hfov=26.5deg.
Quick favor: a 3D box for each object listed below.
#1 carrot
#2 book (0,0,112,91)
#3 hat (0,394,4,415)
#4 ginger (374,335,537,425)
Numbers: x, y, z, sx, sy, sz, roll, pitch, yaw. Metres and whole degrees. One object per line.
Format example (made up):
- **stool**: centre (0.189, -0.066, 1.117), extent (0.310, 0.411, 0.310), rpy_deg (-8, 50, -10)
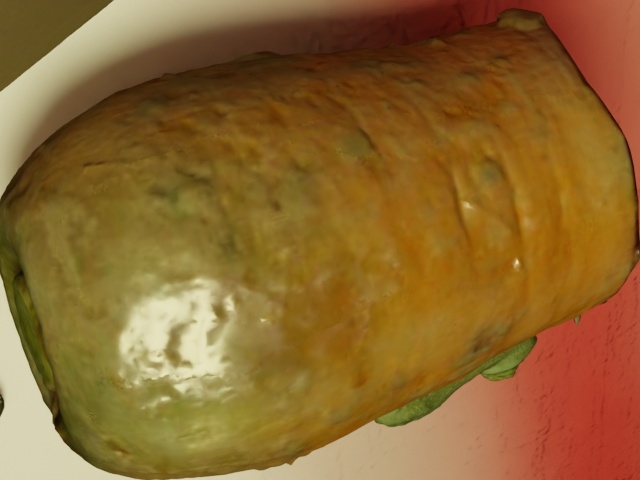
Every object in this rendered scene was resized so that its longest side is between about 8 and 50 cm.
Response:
- **carrot**: centre (0.000, 0.000, 0.760), extent (0.341, 0.224, 0.224), rpy_deg (-17, 133, -20)
- **book**: centre (-0.100, -0.178, 0.588), extent (0.310, 0.021, 0.217), rpy_deg (-42, 161, -11)
- **hat**: centre (-0.253, 0.129, 0.841), extent (0.121, 0.050, 0.121), rpy_deg (-15, 134, -16)
- **ginger**: centre (0.025, 0.086, 0.944), extent (0.290, 0.089, 0.137), rpy_deg (-12, 146, -26)
